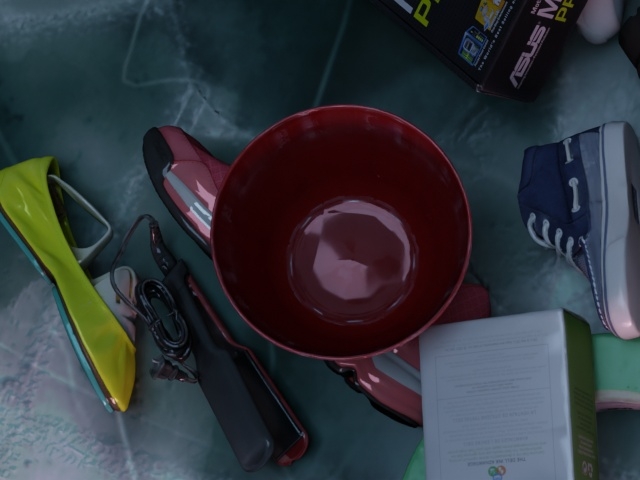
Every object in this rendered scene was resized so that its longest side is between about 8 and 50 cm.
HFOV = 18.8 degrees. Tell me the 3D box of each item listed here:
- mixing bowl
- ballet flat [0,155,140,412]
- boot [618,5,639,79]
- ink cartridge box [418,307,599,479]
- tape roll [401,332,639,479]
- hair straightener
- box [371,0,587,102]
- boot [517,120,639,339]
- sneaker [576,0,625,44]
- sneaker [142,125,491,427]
[{"bbox_3d":[0.018,0.004,1.367,0.181,0.098,0.181,-1,76,5],"label":"mixing bowl"},{"bbox_3d":[-0.191,0.026,1.551,0.077,0.077,0.231,-31,70,-5],"label":"ballet flat"},{"bbox_3d":[0.401,-0.120,1.329,0.348,0.131,0.260,-37,64,21],"label":"boot"},{"bbox_3d":[0.132,0.158,1.326,0.109,0.062,0.209,-9,73,24],"label":"ink cartridge box"},{"bbox_3d":[0.210,0.228,1.370,0.321,0.077,0.321,-3,79,18],"label":"tape roll"},{"bbox_3d":[-0.097,0.078,1.495,0.047,0.089,0.230,-41,70,34],"label":"hair straightener"},{"bbox_3d":[0.134,-0.267,1.405,0.216,0.060,0.270,47,119,43],"label":"box"},{"bbox_3d":[0.190,-0.001,1.399,0.086,0.069,0.190,-15,44,22],"label":"boot"},{"bbox_3d":[0.220,-0.264,1.449,0.095,0.090,0.235,-2,82,10],"label":"sneaker"},{"bbox_3d":[0.000,0.000,1.480,0.314,0.116,0.136,42,86,14],"label":"sneaker"}]
